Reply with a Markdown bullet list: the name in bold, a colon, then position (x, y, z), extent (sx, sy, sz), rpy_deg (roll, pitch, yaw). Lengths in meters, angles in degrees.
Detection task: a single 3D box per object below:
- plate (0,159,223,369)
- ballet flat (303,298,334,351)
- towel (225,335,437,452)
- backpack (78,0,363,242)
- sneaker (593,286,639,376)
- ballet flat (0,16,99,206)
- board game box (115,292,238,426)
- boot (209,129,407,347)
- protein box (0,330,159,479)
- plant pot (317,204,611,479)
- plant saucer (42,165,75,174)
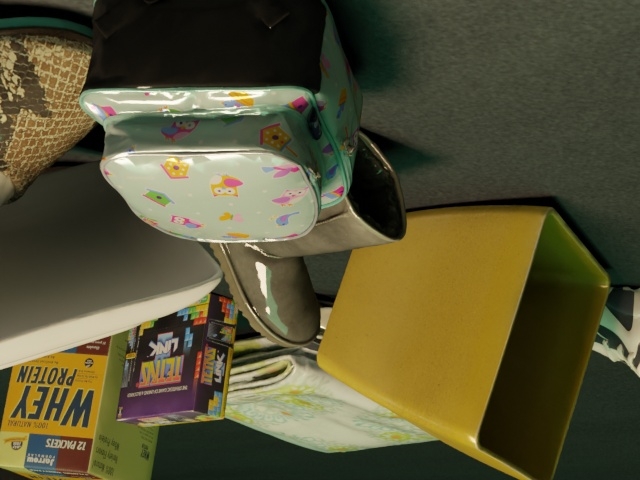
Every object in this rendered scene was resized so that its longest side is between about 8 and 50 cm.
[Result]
- **plate**: position (-0.241, 0.028, 1.089), extent (0.278, 0.045, 0.277), rpy_deg (-16, -152, -17)
- **ballet flat**: position (0.046, 0.105, 1.597), extent (0.203, 0.074, 0.074), rpy_deg (15, 161, -15)
- **towel**: position (0.006, 0.211, 1.916), extent (0.374, 0.090, 0.320), rpy_deg (21, 159, -37)
- **backpack**: position (-0.056, -0.076, 0.945), extent (0.165, 0.144, 0.188), rpy_deg (-3, 164, 14)
- **sneaker**: position (0.328, 0.131, 1.411), extent (0.235, 0.153, 0.094), rpy_deg (-1, 160, 25)
- **ballet flat**: position (-0.366, -0.054, 1.075), extent (0.482, 0.182, 0.164), rpy_deg (0, 160, 24)
- **board game box**: position (-0.171, 0.144, 1.689), extent (0.048, 0.141, 0.170), rpy_deg (20, 158, -35)
- **boot**: position (-0.001, 0.002, 1.190), extent (0.208, 0.076, 0.190), rpy_deg (-14, 117, 44)
- **protein box**: position (-0.311, 0.221, 1.892), extent (0.136, 0.201, 0.200), rpy_deg (2, 162, 17)
- **plant pot**: position (0.124, 0.084, 1.298), extent (0.187, 0.212, 0.212), rpy_deg (13, 167, 30)
- **plant saucer**: position (-0.208, -0.033, 1.329), extent (0.168, 0.029, 0.168), rpy_deg (6, 163, 2)
